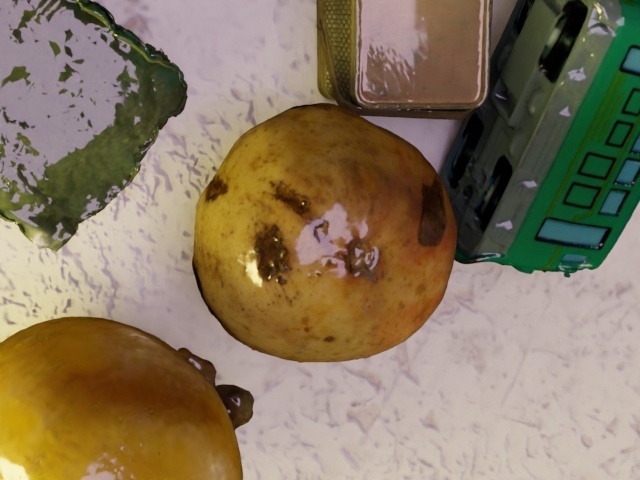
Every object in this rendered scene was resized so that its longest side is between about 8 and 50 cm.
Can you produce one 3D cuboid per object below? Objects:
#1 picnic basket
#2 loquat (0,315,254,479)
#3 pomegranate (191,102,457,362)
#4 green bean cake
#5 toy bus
[{"bbox_3d":[0.091,-0.264,1.601,0.165,0.139,0.267,-3,100,-17],"label":"picnic basket"},{"bbox_3d":[-0.214,0.226,1.502,0.359,0.328,0.328,-24,107,-38],"label":"loquat"},{"bbox_3d":[0.000,0.000,1.556,0.281,0.281,0.281,-3,100,-17],"label":"pomegranate"},{"bbox_3d":[-0.292,-0.148,1.505,0.255,0.132,0.241,37,87,-21],"label":"green bean cake"},{"bbox_3d":[0.275,-0.128,1.618,0.199,0.183,0.343,13,118,-22],"label":"toy bus"}]
